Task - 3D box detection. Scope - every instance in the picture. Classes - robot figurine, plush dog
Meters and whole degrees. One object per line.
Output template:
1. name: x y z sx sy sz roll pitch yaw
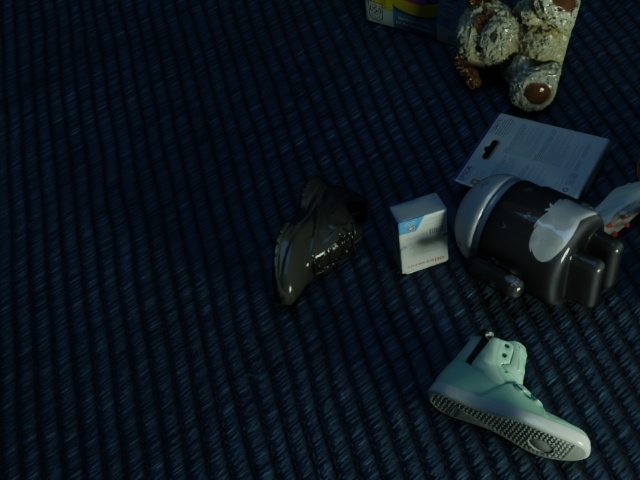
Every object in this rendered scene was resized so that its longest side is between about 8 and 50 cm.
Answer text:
1. robot figurine: 0.354 0.002 1.763 0.278 0.173 0.209 29 13 30
2. plush dog: 0.382 -0.408 2.142 0.225 0.262 0.210 14 16 8

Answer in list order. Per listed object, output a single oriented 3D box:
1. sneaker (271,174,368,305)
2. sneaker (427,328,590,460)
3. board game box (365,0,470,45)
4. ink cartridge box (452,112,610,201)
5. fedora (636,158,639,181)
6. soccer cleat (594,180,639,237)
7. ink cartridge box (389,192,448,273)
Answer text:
1. sneaker: 0.000 0.000 1.859 0.130 0.109 0.286 15 52 13
2. sneaker: 0.305 0.222 1.602 0.256 0.094 0.151 21 59 28
3. board game box: 0.209 -0.586 2.227 0.254 0.336 0.079 22 53 26
4. ink cartridge box: 0.389 -0.133 1.970 0.224 0.045 0.223 19 51 25
5. fedora: 0.669 -0.135 1.911 0.194 0.079 0.194 -3 47 4
6. soccer cleat: 0.556 -0.080 1.859 0.196 0.068 0.076 -31 42 4
7. ink cartridge box: 0.169 -0.011 1.830 0.088 0.122 0.052 -17 43 -9
